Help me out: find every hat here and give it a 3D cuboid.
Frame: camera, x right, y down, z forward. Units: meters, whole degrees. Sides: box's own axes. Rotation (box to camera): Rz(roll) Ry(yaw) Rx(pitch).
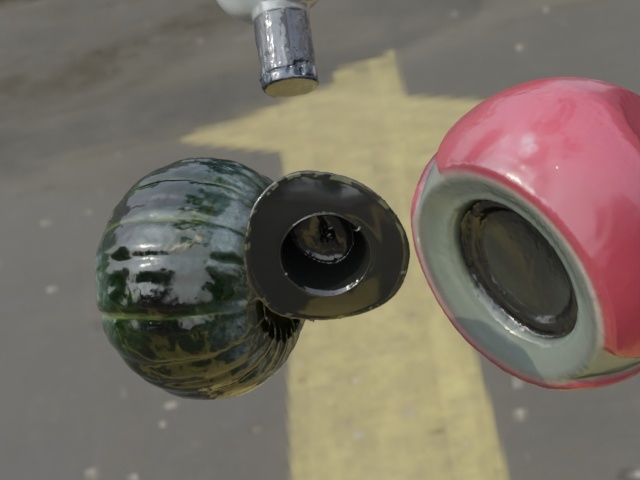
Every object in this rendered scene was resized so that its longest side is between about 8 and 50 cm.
[{"bbox_3d":[0.000,0.000,1.196,0.121,0.121,0.050,-13,27,-4],"label":"hat"}]

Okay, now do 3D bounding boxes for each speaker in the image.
[{"bbox_3d":[0.226,-0.003,1.654,0.294,0.294,0.294,-10,20,4],"label":"speaker"}]

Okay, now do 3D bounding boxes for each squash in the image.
[{"bbox_3d":[-0.095,0.032,1.506,0.172,0.218,0.218,-25,14,25],"label":"squash"}]

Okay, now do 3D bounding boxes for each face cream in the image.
[{"bbox_3d":[-0.047,-0.276,1.626,0.144,0.291,0.071,-16,-16,34],"label":"face cream"}]
